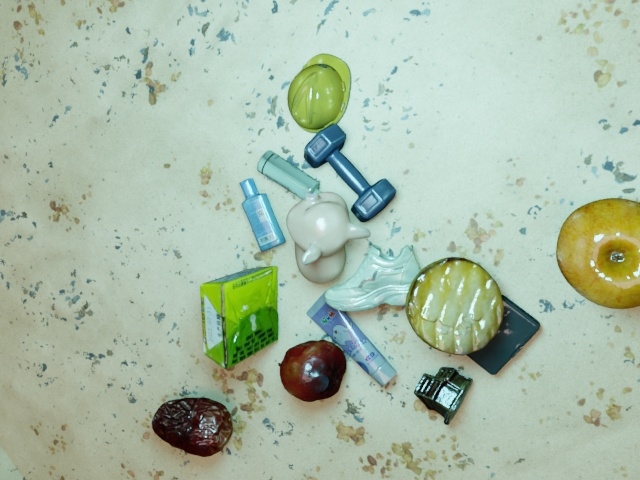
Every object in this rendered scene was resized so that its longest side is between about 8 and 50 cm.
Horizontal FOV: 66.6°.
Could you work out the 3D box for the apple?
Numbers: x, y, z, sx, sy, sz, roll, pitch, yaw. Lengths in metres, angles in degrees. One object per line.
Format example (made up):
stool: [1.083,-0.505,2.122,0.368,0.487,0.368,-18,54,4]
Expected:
apple: [0.795,0.036,1.312,0.298,0.275,0.299,5,102,24]

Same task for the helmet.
helmet: [-0.021,-0.469,1.556,0.205,0.140,0.257,26,110,12]

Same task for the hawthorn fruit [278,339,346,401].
hawthorn fruit: [-0.050,0.456,1.705,0.265,0.230,0.211,-10,89,34]

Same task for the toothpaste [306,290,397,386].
toothpaste: [0.110,0.349,1.713,0.371,0.080,0.125,46,114,13]

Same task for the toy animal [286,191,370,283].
toy animal: [0.000,0.000,1.555,0.237,0.269,0.327,-23,118,-19]

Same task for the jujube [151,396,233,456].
jujube: [-0.509,0.731,1.928,0.341,0.216,0.217,-1,100,24]

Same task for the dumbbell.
dumbbell: [0.092,-0.213,1.564,0.143,0.156,0.316,-41,86,-9]

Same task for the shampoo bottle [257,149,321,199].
shampoo bottle: [-0.089,-0.205,1.654,0.262,0.085,0.085,33,109,10]

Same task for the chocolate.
chocolate: [-0.278,0.249,1.699,0.136,0.300,0.289,6,102,29]

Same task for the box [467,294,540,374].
box: [0.563,0.301,1.555,0.160,0.050,0.230,38,109,8]

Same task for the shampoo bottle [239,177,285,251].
shampoo bottle: [-0.215,-0.095,1.730,0.103,0.061,0.259,-21,94,22]

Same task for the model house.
model house: [0.406,0.500,1.632,0.152,0.106,0.165,30,73,23]

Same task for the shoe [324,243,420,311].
shoe: [0.170,0.114,1.613,0.341,0.132,0.211,-10,95,15]

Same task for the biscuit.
biscuit: [0.407,0.199,1.496,0.296,0.102,0.297,0,83,1]
